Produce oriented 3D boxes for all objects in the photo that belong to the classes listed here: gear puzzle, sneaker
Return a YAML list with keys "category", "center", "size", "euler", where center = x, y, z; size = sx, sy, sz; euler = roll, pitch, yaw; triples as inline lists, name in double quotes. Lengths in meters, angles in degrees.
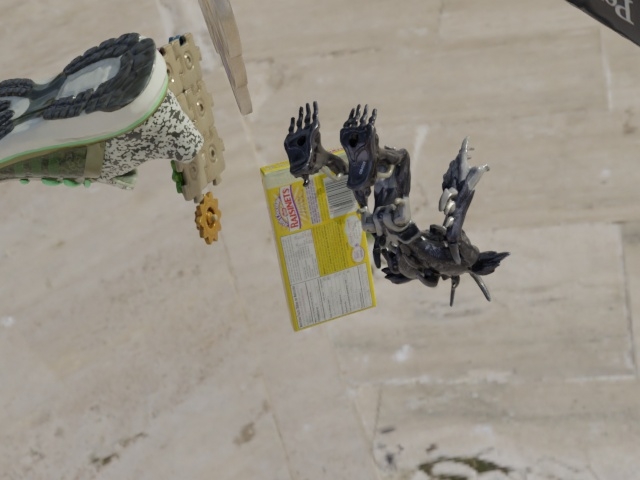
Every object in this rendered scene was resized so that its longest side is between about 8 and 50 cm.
- category: "gear puzzle"
  center: [-0.213, -0.155, 1.727]
  size: [0.044, 0.339, 0.175]
  euler: [-5, 22, 20]
- category: "sneaker"
  center: [-0.317, -0.108, 1.343]
  size: [0.410, 0.182, 0.158]
  euler: [-11, 46, 35]

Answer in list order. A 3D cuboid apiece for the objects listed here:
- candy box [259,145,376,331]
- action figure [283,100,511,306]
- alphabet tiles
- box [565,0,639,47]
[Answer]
- category: "candy box"
  center: [0.000, 0.000, 1.224]
  size: [0.105, 0.206, 0.027]
  euler: [-15, 28, -10]
- category: "action figure"
  center: [0.094, -0.042, 1.088]
  size: [0.164, 0.275, 0.141]
  euler: [-3, 58, 41]
- category: "alphabet tiles"
  center: [-0.089, -0.228, 0.680]
  size: [0.021, 0.278, 0.284]
  euler: [-19, -10, -4]
- category: "box"
  center: [0.148, -0.460, 0.675]
  size: [0.297, 0.472, 0.480]
  euler: [-36, 51, -10]
